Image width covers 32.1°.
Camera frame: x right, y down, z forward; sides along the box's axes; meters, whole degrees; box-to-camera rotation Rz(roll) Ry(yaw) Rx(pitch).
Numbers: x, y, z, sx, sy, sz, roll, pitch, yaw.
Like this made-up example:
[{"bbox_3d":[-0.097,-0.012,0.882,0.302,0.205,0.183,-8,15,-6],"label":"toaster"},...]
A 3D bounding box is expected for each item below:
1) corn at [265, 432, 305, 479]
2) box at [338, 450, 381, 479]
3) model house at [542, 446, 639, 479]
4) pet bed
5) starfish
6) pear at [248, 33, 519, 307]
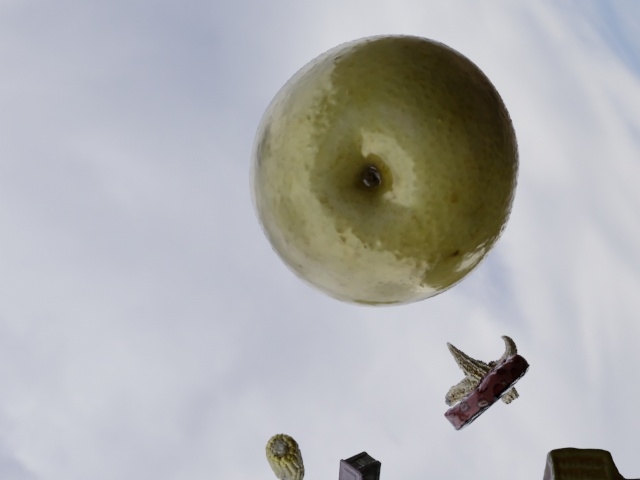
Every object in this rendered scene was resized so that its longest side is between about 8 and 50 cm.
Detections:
[{"bbox_3d":[-0.067,0.436,2.196,0.203,0.072,0.072,80,172,-63],"label":"corn"},{"bbox_3d":[0.074,0.442,2.064,0.063,0.085,0.060,-20,-146,-40],"label":"box"},{"bbox_3d":[0.563,0.542,2.260,0.173,0.268,0.239,32,-121,-74],"label":"model house"},{"bbox_3d":[0.315,0.287,2.098,0.053,0.201,0.201,48,-154,8],"label":"pet bed"},{"bbox_3d":[0.338,0.283,2.315,0.216,0.238,0.071,16,-140,-26],"label":"starfish"},{"bbox_3d":[0.082,-0.087,1.387,0.348,0.348,0.348,39,-148,-30],"label":"pear"}]
